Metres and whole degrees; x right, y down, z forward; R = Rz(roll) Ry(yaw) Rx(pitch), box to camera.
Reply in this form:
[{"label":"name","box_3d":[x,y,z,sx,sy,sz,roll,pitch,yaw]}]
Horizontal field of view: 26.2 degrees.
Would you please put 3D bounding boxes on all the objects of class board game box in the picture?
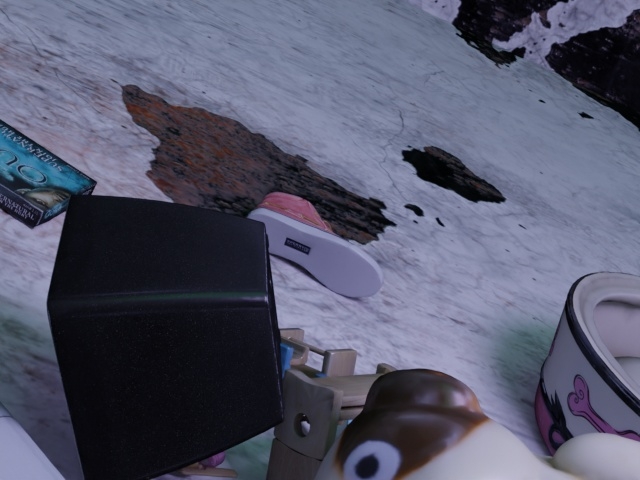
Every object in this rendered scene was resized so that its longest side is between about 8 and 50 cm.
[{"label":"board game box","box_3d":[-0.345,-0.087,1.465,0.186,0.026,0.126,32,24,6]}]

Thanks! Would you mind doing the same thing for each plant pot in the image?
[{"label":"plant pot","box_3d":[-0.118,0.075,1.133,0.167,0.187,0.188,-6,29,1]}]

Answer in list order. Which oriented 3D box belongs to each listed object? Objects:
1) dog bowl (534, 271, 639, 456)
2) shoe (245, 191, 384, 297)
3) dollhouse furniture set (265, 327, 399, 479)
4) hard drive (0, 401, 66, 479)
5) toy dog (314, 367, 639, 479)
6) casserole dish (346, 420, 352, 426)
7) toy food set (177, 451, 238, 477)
[{"label":"dog bowl","box_3d":[0.425,0.216,1.565,0.408,0.150,0.408,24,26,-12]},{"label":"shoe","box_3d":[0.000,0.000,1.623,0.178,0.063,0.081,26,29,3]},{"label":"dollhouse furniture set","box_3d":[-0.015,0.167,1.253,0.129,0.129,0.184,2,12,-45]},{"label":"hard drive","box_3d":[-0.226,0.246,0.930,0.353,0.047,0.233,43,28,27]},{"label":"toy dog","box_3d":[0.188,0.253,1.096,0.408,0.284,0.395,22,12,-15]},{"label":"casserole dish","box_3d":[0.098,0.225,1.331,0.188,0.037,0.114,38,26,17]},{"label":"toy food set","box_3d":[-0.123,0.177,1.211,0.078,0.019,0.122,11,22,-35]}]
